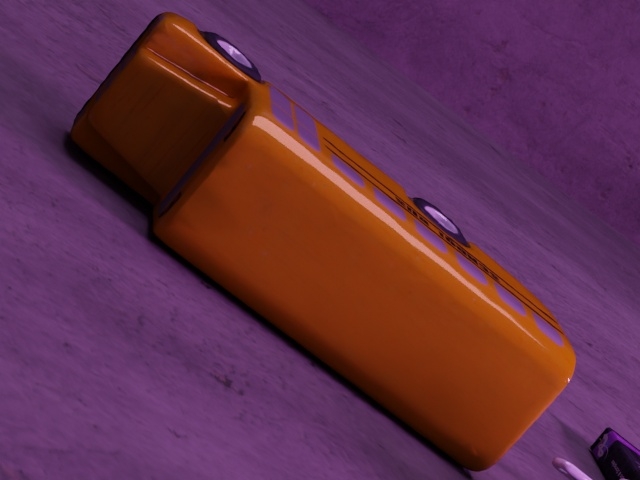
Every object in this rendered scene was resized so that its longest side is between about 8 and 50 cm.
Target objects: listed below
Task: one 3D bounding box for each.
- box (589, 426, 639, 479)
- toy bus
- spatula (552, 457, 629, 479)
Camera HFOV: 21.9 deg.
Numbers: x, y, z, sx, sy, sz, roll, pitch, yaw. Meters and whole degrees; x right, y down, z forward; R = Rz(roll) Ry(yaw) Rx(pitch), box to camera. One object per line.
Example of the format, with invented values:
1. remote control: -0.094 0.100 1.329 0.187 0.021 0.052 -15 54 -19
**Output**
1. box: 0.283 0.221 1.323 0.116 0.029 0.162 36 10 -15
2. toy bus: 0.000 0.000 1.056 0.333 0.108 0.130 38 13 -14
3. spatula: 0.268 0.219 1.111 0.242 0.019 0.168 37 -14 -24
